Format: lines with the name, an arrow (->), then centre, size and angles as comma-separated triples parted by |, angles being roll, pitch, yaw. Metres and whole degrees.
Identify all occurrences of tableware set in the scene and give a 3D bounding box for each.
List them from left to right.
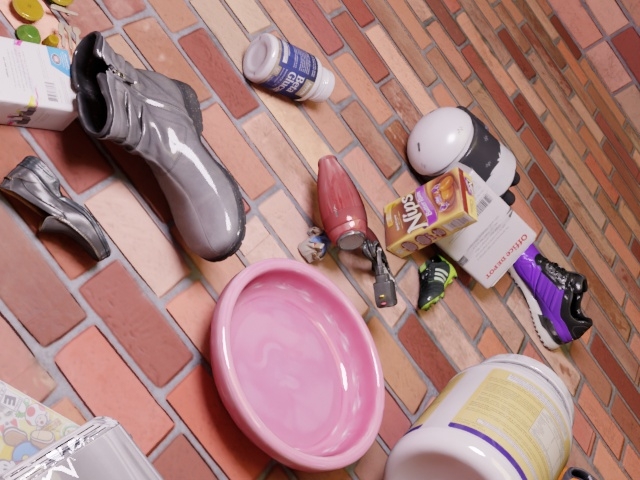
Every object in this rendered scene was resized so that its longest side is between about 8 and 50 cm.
tableware set -> -0.422, -0.353, 1.285 | 0.104, 0.024, 0.154 | 7, 61, -42

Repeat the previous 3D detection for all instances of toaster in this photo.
toaster -> -0.268, 0.290, 0.890 | 0.227, 0.129, 0.146 | -29, 85, -50

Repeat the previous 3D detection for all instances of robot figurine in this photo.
robot figurine -> 0.316, -0.172, 1.866 | 0.278, 0.173, 0.209 | 35, 20, -28

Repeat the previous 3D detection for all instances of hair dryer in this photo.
hair dryer -> 0.057, -0.015, 1.522 | 0.223, 0.080, 0.293 | -63, 131, -83

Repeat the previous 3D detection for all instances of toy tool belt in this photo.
toy tool belt -> 0.000, 0.000, 1.488 | 0.052, 0.051, 0.083 | 48, 38, -13

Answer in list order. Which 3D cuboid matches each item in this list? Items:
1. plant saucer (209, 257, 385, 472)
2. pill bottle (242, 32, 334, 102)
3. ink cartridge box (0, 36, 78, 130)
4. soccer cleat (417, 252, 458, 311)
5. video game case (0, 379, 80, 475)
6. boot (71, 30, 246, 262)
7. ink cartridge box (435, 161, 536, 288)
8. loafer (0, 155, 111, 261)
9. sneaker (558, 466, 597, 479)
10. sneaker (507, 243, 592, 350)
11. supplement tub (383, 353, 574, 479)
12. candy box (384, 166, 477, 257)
plant saucer -> -0.042, 0.192, 1.285 | 0.332, 0.084, 0.332 | 27, 48, -34
pill bottle -> -0.056, -0.322, 1.610 | 0.169, 0.094, 0.094 | 17, 54, -41
ink cartridge box -> -0.428, -0.216, 1.149 | 0.181, 0.062, 0.104 | 2, 65, -49
soccer cleat -> 0.219, 0.083, 1.679 | 0.072, 0.060, 0.179 | 47, 31, 0
video game case -> -0.327, 0.298, 0.940 | 0.206, 0.026, 0.227 | 39, 41, -24
boot -> -0.246, -0.126, 1.216 | 0.223, 0.118, 0.338 | 20, 38, -59
ink cartridge box -> 0.316, -0.030, 1.764 | 0.219, 0.160, 0.092 | 41, 3, -23
loafer -> -0.351, -0.031, 1.122 | 0.170, 0.062, 0.061 | 48, 61, -9
sneaker -> 0.454, 0.556, 1.509 | 0.125, 0.180, 0.321 | 25, 48, -35
sneaker -> 0.538, 0.093, 1.949 | 0.102, 0.146, 0.293 | -10, 73, -51
supplement tub -> 0.276, 0.350, 1.404 | 0.241, 0.241, 0.331 | 58, 38, 0
candy box -> 0.212, -0.052, 1.649 | 0.053, 0.187, 0.109 | 30, 45, -36
